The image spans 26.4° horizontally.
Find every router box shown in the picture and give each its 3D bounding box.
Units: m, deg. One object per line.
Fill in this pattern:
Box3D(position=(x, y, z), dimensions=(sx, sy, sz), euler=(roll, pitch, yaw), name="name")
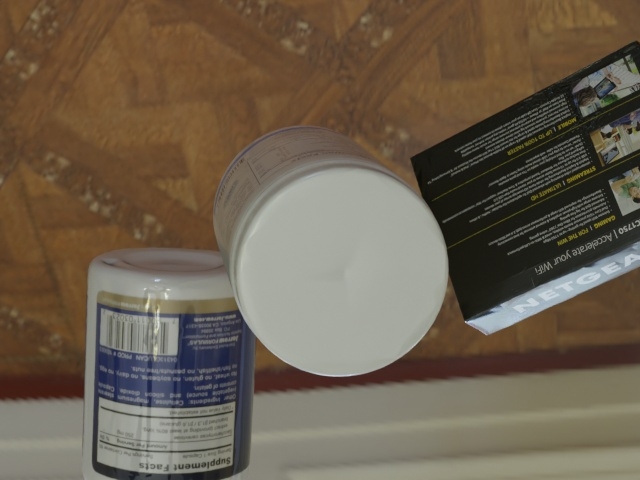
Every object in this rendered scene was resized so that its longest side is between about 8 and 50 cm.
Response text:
Box3D(position=(0.161, -0.033, 0.918), dimensions=(0.179, 0.133, 0.046), euler=(-27, 152, 22), name="router box")

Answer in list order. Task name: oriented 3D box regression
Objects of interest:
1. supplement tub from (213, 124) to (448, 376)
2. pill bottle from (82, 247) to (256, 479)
Box3D(position=(0.000, 0.000, 0.474), dimensions=(0.071, 0.107, 0.071), euler=(-2, 103, -8), name="supplement tub")
Box3D(position=(-0.084, 0.094, 0.755), dimensions=(0.094, 0.094, 0.169), euler=(5, 100, 6), name="pill bottle")
